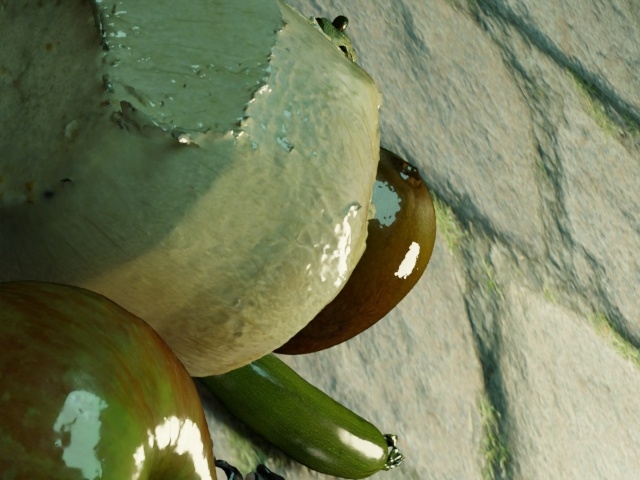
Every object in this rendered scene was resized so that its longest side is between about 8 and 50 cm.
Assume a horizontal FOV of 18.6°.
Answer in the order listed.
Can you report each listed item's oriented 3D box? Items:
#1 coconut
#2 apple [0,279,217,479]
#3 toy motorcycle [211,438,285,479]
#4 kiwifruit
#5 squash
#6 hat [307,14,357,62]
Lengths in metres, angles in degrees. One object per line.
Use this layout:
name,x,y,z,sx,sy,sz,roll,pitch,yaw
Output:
coconut,-0.121,-0.065,1.615,0.360,0.346,0.346,32,41,-47
apple,-0.215,0.184,1.393,0.277,0.250,0.309,13,76,-70
toy motorcycle,-0.086,0.269,1.593,0.327,0.143,0.188,55,31,3
kiwifruit,0.000,0.000,1.841,0.196,0.234,0.196,45,25,-27
squash,-0.030,0.159,1.832,0.318,0.071,0.080,36,0,-32
hat,0.009,-0.217,2.198,0.076,0.059,0.077,56,26,-19
